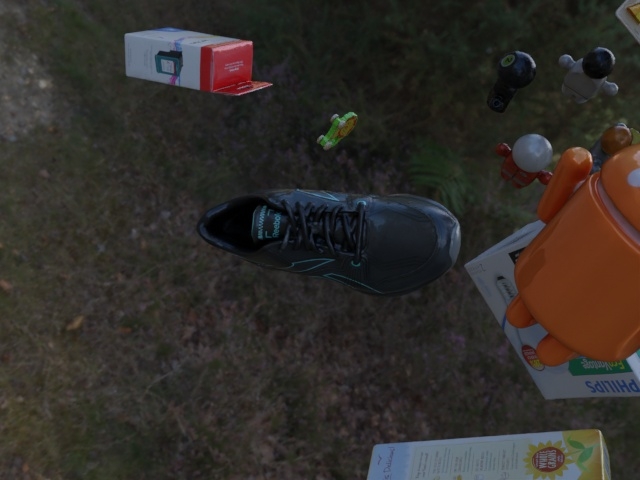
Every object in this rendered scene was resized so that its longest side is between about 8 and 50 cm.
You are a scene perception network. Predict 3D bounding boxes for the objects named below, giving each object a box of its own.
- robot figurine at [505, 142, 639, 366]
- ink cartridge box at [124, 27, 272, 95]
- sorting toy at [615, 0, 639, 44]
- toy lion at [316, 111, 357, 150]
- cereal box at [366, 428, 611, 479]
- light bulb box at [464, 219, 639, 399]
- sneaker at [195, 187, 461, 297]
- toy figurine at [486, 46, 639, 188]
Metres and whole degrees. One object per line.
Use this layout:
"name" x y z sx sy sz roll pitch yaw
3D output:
"robot figurine" 0.244 0.010 0.610 0.128 0.219 0.158 23 38 -15
"ink cartridge box" -0.212 -0.318 1.332 0.134 0.231 0.078 -38 137 -58
"sorting toy" 0.319 -0.204 0.702 0.083 0.062 0.012 39 1 -21
"toy lion" 0.047 -0.266 1.818 0.034 0.100 0.096 43 25 18
"cereal box" 0.151 0.268 0.720 0.047 0.240 0.173 61 31 -31
"light bulb box" 0.547 0.122 1.574 0.361 0.225 0.358 59 -20 3
"sneaker" 0.000 0.000 0.720 0.106 0.267 0.101 9 84 -56
"toy figurine" 0.375 -0.197 1.189 0.148 0.209 0.213 81 3 -78
